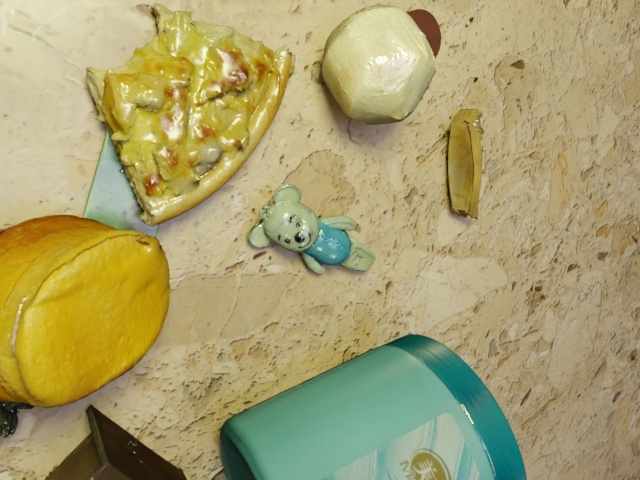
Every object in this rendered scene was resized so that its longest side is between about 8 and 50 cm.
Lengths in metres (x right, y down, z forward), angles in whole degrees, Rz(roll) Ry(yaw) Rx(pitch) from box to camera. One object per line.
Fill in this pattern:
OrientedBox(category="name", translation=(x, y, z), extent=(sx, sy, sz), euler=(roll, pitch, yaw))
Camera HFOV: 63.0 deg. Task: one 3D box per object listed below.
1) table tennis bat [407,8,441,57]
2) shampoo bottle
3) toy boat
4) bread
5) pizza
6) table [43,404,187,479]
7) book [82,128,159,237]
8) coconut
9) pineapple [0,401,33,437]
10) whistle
OrientedBox(category="table tennis bat", translation=(0.148, -0.333, 0.889), extent=(0.158, 0.014, 0.095), euler=(-35, 116, -23))
OrientedBox(category="shampoo bottle", translation=(0.061, 0.355, 0.787), extent=(0.342, 0.331, 0.332), euler=(-17, 108, -25))
OrientedBox(category="toy boat", translation=(0.276, -0.140, 0.975), extent=(0.072, 0.064, 0.206), euler=(-19, 111, -45))
OrientedBox(category="bread", translation=(-0.290, 0.074, 0.590), extent=(0.269, 0.142, 0.196), euler=(-37, 132, -66))
OrientedBox(category="pizza", translation=(-0.168, -0.185, 0.684), extent=(0.223, 0.089, 0.324), euler=(45, 70, -29))
OrientedBox(category="table", translation=(-0.280, 0.364, 0.678), extent=(0.169, 0.172, 0.193), euler=(-46, 118, -15))
OrientedBox(category="book", translation=(-0.251, -0.073, 0.703), extent=(0.103, 0.017, 0.135), euler=(16, 91, -31))
OrientedBox(category="coconut", translation=(0.091, -0.251, 0.774), extent=(0.161, 0.161, 0.162), euler=(-29, 79, -23))
OrientedBox(category="pineapple", translation=(-0.407, 0.213, 0.621), extent=(0.197, 0.108, 0.108), euler=(-32, 114, -28))
OrientedBox(category="whistle", translation=(0.000, 0.000, 0.833), extent=(0.235, 0.077, 0.114), euler=(27, 105, -34))
